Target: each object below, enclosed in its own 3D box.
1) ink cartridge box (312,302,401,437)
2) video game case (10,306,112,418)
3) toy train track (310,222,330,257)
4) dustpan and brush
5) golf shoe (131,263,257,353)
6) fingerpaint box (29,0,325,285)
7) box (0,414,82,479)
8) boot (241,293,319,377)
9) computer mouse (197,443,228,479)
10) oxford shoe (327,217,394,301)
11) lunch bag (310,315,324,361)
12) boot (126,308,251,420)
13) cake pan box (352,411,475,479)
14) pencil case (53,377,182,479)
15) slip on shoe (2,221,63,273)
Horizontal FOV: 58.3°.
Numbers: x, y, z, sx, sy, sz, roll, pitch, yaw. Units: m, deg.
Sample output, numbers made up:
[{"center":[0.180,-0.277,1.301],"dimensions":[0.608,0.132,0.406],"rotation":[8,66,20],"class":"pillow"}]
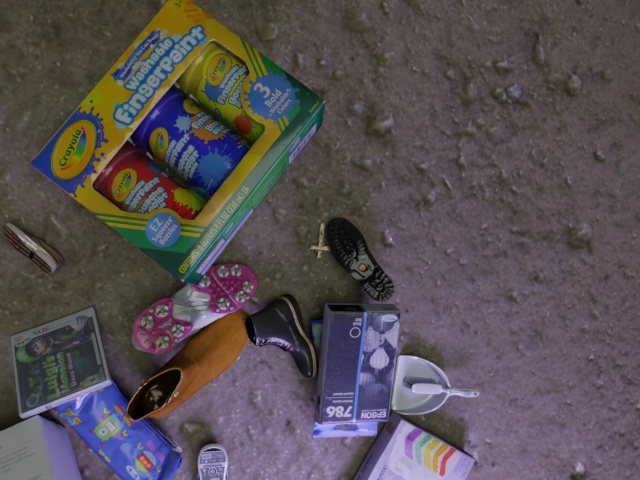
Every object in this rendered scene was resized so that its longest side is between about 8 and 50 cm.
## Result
[{"center":[0.079,0.306,1.287],"dimensions":[0.165,0.065,0.333],"rotation":[1,103,-14],"class":"ink cartridge box"},{"center":[-0.526,0.240,1.157],"dimensions":[0.173,0.022,0.190],"rotation":[-20,53,-14],"class":"video game case"},{"center":[0.000,0.000,1.362],"dimensions":[0.048,0.014,0.083],"rotation":[6,85,-9],"class":"toy train track"},{"center":[0.292,0.370,1.437],"dimensions":[0.211,0.060,0.147],"rotation":[8,91,-16],"class":"dustpan and brush"},{"center":[-0.278,0.144,1.249],"dimensions":[0.306,0.140,0.115],"rotation":[-28,87,-35],"class":"golf shoe"},{"center":[-0.268,-0.197,1.151],"dimensions":[0.371,0.163,0.445],"rotation":[38,83,3],"class":"fingerpaint box"},{"center":[-0.561,0.544,1.072],"dimensions":[0.214,0.168,0.345],"rotation":[-22,66,-13],"class":"box"},{"center":[-0.093,0.236,1.292],"dimensions":[0.137,0.077,0.198],"rotation":[-21,86,-41],"class":"boot"},{"center":[-0.244,0.547,1.309],"dimensions":[0.105,0.042,0.193],"rotation":[1,98,-11],"class":"computer mouse"},{"center":[0.089,0.049,1.359],"dimensions":[0.082,0.096,0.227],"rotation":[-32,82,2],"class":"oxford shoe"},{"center":[0.055,0.239,1.352],"dimensions":[0.151,0.096,0.129],"rotation":[-5,100,0],"class":"lunch bag"},{"center":[-0.260,0.258,1.192],"dimensions":[0.104,0.211,0.295],"rotation":[44,82,5],"class":"boot"},{"center":[0.219,0.599,1.427],"dimensions":[0.245,0.070,0.267],"rotation":[33,85,-13],"class":"cake pan box"},{"center":[-0.418,0.405,1.209],"dimensions":[0.133,0.119,0.306],"rotation":[-40,102,-8],"class":"pencil case"},{"center":[-0.592,0.010,1.184],"dimensions":[0.135,0.051,0.041],"rotation":[42,42,-6],"class":"slip on shoe"}]
